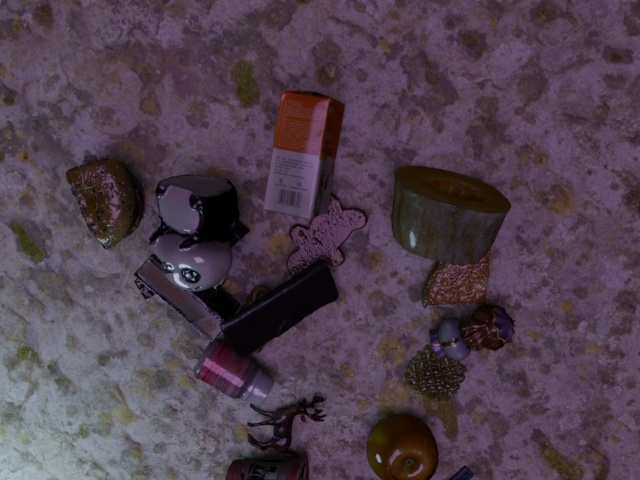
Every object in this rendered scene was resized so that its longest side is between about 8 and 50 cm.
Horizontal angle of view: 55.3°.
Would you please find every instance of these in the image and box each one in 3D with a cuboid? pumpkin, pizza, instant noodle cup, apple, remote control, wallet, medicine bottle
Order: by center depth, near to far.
[{"bbox_3d":[0.347,-0.069,1.741,0.332,0.332,0.199,17,116,0],"label":"pumpkin"},{"bbox_3d":[-0.122,0.214,1.857,0.377,0.051,0.197,-31,139,-10],"label":"wallet"},{"bbox_3d":[0.444,0.123,1.895,0.197,0.058,0.292,40,104,-7],"label":"pizza"},{"bbox_3d":[0.263,0.679,1.957,0.236,0.207,0.237,0,105,2],"label":"apple"},{"bbox_3d":[-0.546,0.141,1.963,0.083,0.054,0.074,-28,104,4],"label":"pumpkin"},{"bbox_3d":[-0.276,0.430,1.968,0.247,0.147,0.147,31,103,-4],"label":"medicine bottle"},{"bbox_3d":[-0.179,0.825,2.025,0.255,0.244,0.244,4,103,12],"label":"instant noodle cup"},{"bbox_3d":[0.450,0.830,2.074,0.152,0.027,0.043,-44,91,10],"label":"remote control"}]

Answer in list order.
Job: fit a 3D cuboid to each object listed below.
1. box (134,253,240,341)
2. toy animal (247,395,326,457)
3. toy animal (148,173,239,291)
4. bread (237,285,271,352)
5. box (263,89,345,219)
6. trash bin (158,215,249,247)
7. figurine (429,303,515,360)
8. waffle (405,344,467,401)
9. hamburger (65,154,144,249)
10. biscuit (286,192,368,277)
[{"bbox_3d":[-0.403,0.153,1.883,0.310,0.198,0.084,42,101,-6],"label":"box"},{"bbox_3d":[-0.113,0.611,2.043,0.259,0.087,0.244,4,117,1],"label":"toy animal"},{"bbox_3d":[-0.346,-0.012,1.719,0.250,0.251,0.310,10,111,1],"label":"toy animal"},{"bbox_3d":[-0.207,0.257,1.955,0.134,0.081,0.225,32,101,-9],"label":"bread"},{"bbox_3d":[-0.041,-0.246,1.738,0.143,0.225,0.341,13,100,11],"label":"box"},{"bbox_3d":[-0.360,-0.047,1.882,0.165,0.115,0.225,-44,93,12],"label":"trash bin"},{"bbox_3d":[0.471,0.282,1.863,0.263,0.189,0.142,-23,90,27],"label":"figurine"},{"bbox_3d":[0.375,0.434,1.982,0.183,0.036,0.169,29,101,-4],"label":"waffle"},{"bbox_3d":[-0.630,-0.128,1.846,0.192,0.168,0.288,-19,100,9],"label":"hamburger"},{"bbox_3d":[0.000,0.000,1.899,0.197,0.049,0.301,33,102,5],"label":"biscuit"}]
